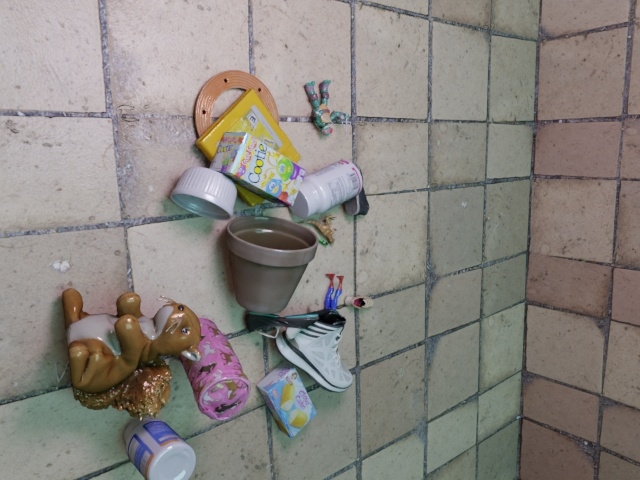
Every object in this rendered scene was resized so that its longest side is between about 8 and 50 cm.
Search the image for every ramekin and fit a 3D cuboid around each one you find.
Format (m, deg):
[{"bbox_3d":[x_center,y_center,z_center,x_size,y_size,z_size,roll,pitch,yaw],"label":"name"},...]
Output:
[{"bbox_3d":[-0.372,-0.155,1.676,0.207,0.207,0.109,31,68,-39],"label":"ramekin"}]

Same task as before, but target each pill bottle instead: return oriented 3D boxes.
[{"bbox_3d":[0.015,-0.199,2.015,0.283,0.160,0.160,-29,114,-33],"label":"pill bottle"},{"bbox_3d":[-0.522,0.664,1.629,0.152,0.272,0.152,-7,101,-39],"label":"pill bottle"}]

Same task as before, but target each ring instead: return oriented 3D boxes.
[{"bbox_3d":[-0.291,-0.425,1.808,0.336,0.032,0.336,-9,103,-39],"label":"ring"}]

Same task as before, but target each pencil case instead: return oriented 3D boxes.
[{"bbox_3d":[-0.358,0.402,1.648,0.160,0.386,0.167,12,103,-33],"label":"pencil case"}]

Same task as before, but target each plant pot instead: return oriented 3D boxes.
[{"bbox_3d":[-0.188,0.095,1.828,0.323,0.323,0.280,-8,118,-39],"label":"plant pot"}]

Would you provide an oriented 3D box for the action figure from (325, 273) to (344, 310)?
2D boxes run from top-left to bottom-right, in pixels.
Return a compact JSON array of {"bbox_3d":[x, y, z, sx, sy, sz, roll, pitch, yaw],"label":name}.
[{"bbox_3d":[0.018,0.284,2.143,0.139,0.091,0.280,1,95,-47],"label":"action figure"}]

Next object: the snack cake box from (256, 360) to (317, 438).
[{"bbox_3d":[-0.134,0.643,2.073,0.152,0.089,0.264,-37,119,-29],"label":"snack cake box"}]

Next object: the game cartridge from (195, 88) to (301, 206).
[{"bbox_3d":[-0.241,-0.319,1.813,0.285,0.053,0.323,-52,125,-20],"label":"game cartridge"}]

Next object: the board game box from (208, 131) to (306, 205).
[{"bbox_3d":[-0.208,-0.238,1.734,0.275,0.144,0.142,27,82,-41],"label":"board game box"}]

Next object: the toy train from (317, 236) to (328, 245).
[{"bbox_3d":[0.000,0.000,2.124,0.083,0.024,0.017,31,77,-39],"label":"toy train"}]

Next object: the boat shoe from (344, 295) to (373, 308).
[{"bbox_3d":[0.184,0.281,2.300,0.170,0.059,0.063,6,93,-40],"label":"boat shoe"}]

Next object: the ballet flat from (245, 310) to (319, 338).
[{"bbox_3d":[-0.144,0.318,1.929,0.095,0.280,0.096,15,76,-82],"label":"ballet flat"}]

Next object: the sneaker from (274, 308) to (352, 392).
[{"bbox_3d":[0.049,0.443,2.078,0.257,0.169,0.447,-40,125,11],"label":"sneaker"}]

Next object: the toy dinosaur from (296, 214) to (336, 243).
[{"bbox_3d":[0.013,-0.057,2.100,0.211,0.064,0.112,40,73,-36],"label":"toy dinosaur"}]

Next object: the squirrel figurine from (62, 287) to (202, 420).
[{"bbox_3d":[-0.550,0.338,1.543,0.370,0.281,0.397,-7,119,-27],"label":"squirrel figurine"}]

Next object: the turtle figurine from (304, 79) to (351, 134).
[{"bbox_3d":[0.017,-0.501,1.998,0.175,0.118,0.234,-20,95,-52],"label":"turtle figurine"}]

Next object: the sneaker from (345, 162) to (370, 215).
[{"bbox_3d":[0.155,-0.215,2.198,0.118,0.083,0.222,3,88,-59],"label":"sneaker"}]
